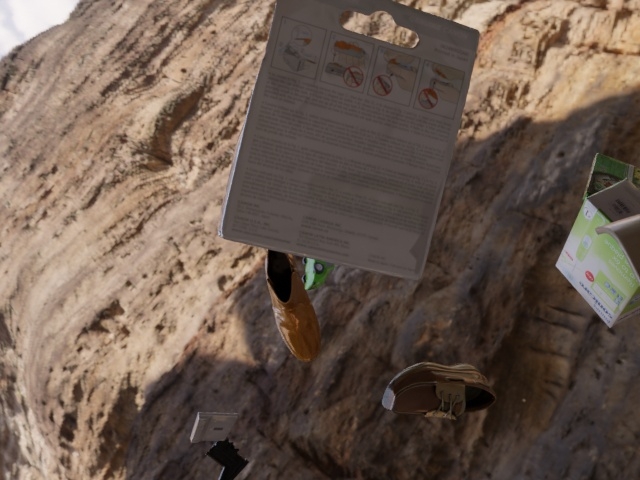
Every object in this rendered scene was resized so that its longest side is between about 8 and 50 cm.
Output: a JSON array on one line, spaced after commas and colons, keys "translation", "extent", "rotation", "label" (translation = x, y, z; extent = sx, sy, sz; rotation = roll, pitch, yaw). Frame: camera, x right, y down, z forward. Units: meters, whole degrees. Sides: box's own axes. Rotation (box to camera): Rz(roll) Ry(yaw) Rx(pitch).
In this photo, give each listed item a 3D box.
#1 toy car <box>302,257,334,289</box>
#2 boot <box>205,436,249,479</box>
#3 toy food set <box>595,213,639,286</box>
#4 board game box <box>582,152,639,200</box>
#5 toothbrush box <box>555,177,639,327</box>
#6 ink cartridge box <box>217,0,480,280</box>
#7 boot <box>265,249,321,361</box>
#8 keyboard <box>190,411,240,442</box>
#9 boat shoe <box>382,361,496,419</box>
[{"translation": [0.000, 0.000, 1.273], "extent": [0.053, 0.239, 0.224], "rotation": [14, -125, -20], "label": "toy car"}, {"translation": [-0.256, 0.579, 1.657], "extent": [0.121, 0.099, 0.045], "rotation": [-45, -3, -25], "label": "boot"}, {"translation": [0.456, 0.085, 0.674], "extent": [0.220, 0.306, 0.092], "rotation": [-17, -23, 1], "label": "toy food set"}, {"translation": [0.756, -0.143, 1.638], "extent": [0.259, 0.136, 0.030], "rotation": [-47, -26, -49], "label": "board game box"}, {"translation": [0.682, 0.034, 1.463], "extent": [0.122, 0.206, 0.283], "rotation": [-25, -32, -11], "label": "toothbrush box"}, {"translation": [0.040, -0.158, 0.943], "extent": [0.308, 0.091, 0.384], "rotation": [13, -89, -13], "label": "ink cartridge box"}, {"translation": [-0.074, 0.156, 1.523], "extent": [0.104, 0.211, 0.295], "rotation": [-17, -95, 0], "label": "boot"}, {"translation": [-0.203, 0.354, 1.207], "extent": [0.072, 0.014, 0.256], "rotation": [0, -26, -15], "label": "keyboard"}, {"translation": [0.301, 0.370, 1.549], "extent": [0.324, 0.120, 0.122], "rotation": [-1, -67, -34], "label": "boat shoe"}]
